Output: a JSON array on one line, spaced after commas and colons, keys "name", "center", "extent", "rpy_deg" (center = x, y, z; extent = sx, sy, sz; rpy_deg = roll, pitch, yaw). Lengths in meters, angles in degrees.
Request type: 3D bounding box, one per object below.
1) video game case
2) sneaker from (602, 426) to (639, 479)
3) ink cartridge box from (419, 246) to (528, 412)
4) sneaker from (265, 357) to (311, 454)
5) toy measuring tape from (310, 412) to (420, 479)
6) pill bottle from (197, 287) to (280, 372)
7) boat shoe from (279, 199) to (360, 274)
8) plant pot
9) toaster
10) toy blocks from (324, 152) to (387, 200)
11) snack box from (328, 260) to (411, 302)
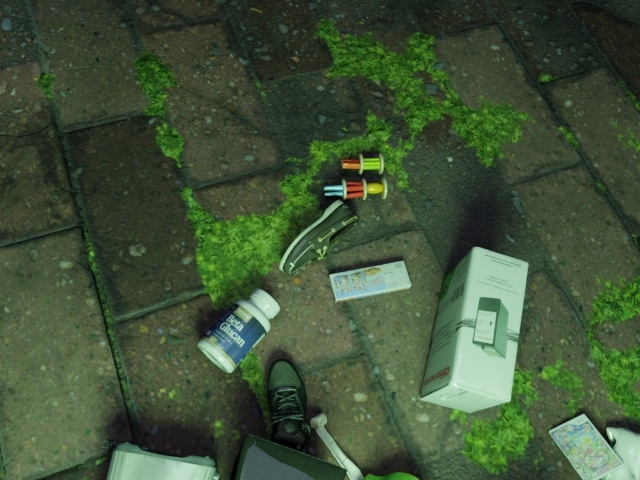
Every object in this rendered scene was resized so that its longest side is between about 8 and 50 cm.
[{"name": "video game case", "center": [0.544, 0.427, 1.192], "extent": [0.087, 0.011, 0.122], "rpy_deg": [-24, 47, -6]}, {"name": "sneaker", "center": [0.600, 0.484, 1.180], "extent": [0.094, 0.080, 0.212], "rpy_deg": [19, 58, 15]}, {"name": "ink cartridge box", "center": [0.312, 0.191, 1.195], "extent": [0.122, 0.211, 0.289], "rpy_deg": [17, 66, -1]}, {"name": "sneaker", "center": [-0.061, 0.334, 1.133], "extent": [0.087, 0.130, 0.227], "rpy_deg": [0, 64, -9]}, {"name": "toy measuring tape", "center": [0.115, 0.450, 1.103], "extent": [0.121, 0.121, 0.330], "rpy_deg": [-33, 74, -19]}, {"name": "pill bottle", "center": [-0.165, 0.183, 1.206], "extent": [0.094, 0.094, 0.169], "rpy_deg": [38, 67, 10]}, {"name": "boat shoe", "center": [0.000, 0.000, 1.314], "extent": [0.069, 0.081, 0.227], "rpy_deg": [37, 65, 14]}, {"name": "plant pot", "center": [-0.083, 0.472, 1.010], "extent": [0.188, 0.187, 0.166], "rpy_deg": [21, 51, 0]}, {"name": "toaster", "center": [-0.303, 0.452, 1.052], "extent": [0.227, 0.129, 0.146], "rpy_deg": [11, 67, -3]}, {"name": "toy blocks", "center": [0.080, -0.155, 1.409], "extent": [0.148, 0.054, 0.123], "rpy_deg": [-2, 67, -7]}, {"name": "snack box", "center": [0.112, 0.093, 1.318], "extent": [0.179, 0.022, 0.064], "rpy_deg": [-10, 68, -11]}]
